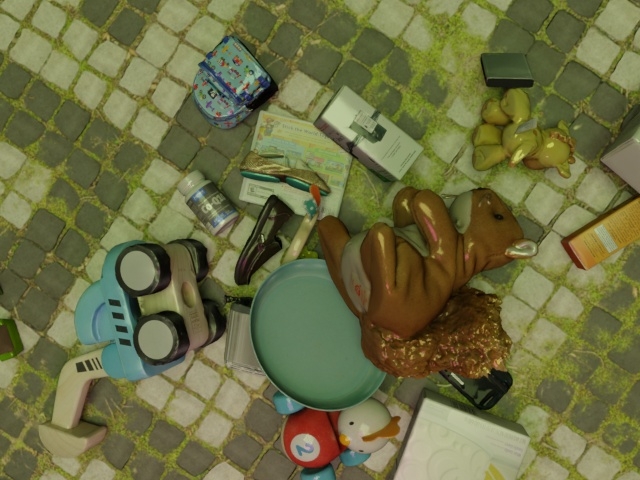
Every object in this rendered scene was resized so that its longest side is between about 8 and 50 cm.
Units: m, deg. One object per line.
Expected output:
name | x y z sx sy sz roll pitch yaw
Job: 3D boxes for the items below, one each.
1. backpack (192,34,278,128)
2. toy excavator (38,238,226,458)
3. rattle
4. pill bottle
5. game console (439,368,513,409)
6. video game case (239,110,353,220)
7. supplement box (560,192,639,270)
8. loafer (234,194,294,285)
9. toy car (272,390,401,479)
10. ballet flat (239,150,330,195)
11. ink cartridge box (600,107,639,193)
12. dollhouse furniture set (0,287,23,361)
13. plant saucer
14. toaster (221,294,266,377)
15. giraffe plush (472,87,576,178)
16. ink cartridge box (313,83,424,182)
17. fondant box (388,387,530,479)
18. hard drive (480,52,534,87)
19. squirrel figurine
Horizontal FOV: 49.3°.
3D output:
backpack | -0.204 -0.336 1.517 0.173 0.117 0.158 -39 87 8
toy excavator | -0.446 0.233 1.531 0.445 0.222 0.433 -14 90 19
rattle | 0.000 0.000 1.489 0.142 0.130 0.200 34 108 14
pill bottle | -0.250 -0.085 1.545 0.078 0.078 0.137 -41 88 5
game console | 0.252 0.231 1.526 0.361 0.044 0.213 43 96 3
video game case | -0.049 -0.163 1.552 0.227 0.026 0.206 14 93 6
supplement box | 0.631 -0.030 1.466 0.233 0.078 0.080 -35 88 6
loafer | -0.123 0.011 1.528 0.078 0.080 0.220 25 104 -4
toy car | 0.055 0.385 1.423 0.210 0.238 0.219 -23 97 -37
ballet flat | -0.072 -0.152 1.509 0.206 0.073 0.067 15 78 2
ink cartridge box | 0.746 -0.212 1.380 0.223 0.129 0.307 41 75 2
dollhouse furniture set | -0.867 0.225 1.573 0.301 0.151 0.198 -19 90 6
plant saucer | -0.002 0.190 1.417 0.317 0.044 0.318 11 63 -23
toaster | -0.120 0.211 1.516 0.227 0.129 0.146 11 95 3
giraffe plush | 0.440 -0.207 1.448 0.170 0.210 0.181 15 94 -24
ink cartridge box | 0.094 -0.218 1.452 0.208 0.153 0.087 38 88 -7
fondant box | 0.278 0.520 1.504 0.238 0.096 0.330 20 94 4
hard drive | 0.388 -0.357 1.458 0.094 0.135 0.022 2 126 5
squirrel figurine | 0.244 0.079 1.398 0.370 0.281 0.397 -16 93 -21
